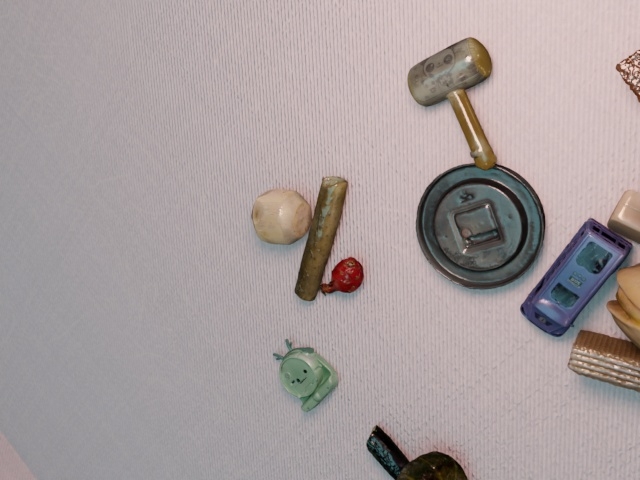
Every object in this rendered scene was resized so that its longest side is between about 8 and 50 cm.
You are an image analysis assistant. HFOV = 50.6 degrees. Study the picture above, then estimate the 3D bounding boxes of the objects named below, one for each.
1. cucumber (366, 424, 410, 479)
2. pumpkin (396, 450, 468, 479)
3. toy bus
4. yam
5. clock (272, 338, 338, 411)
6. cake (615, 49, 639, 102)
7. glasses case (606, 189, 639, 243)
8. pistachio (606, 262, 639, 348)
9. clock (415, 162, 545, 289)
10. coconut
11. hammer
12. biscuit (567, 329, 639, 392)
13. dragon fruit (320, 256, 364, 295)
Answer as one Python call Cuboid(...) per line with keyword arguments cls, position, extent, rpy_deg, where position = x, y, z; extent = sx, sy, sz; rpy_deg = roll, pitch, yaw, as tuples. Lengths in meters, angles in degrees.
Cuboid(cls="cucumber", position=(0.220, 0.646, 1.949), extent=(0.241, 0.074, 0.074), rpy_deg=(48, 120, 9))
Cuboid(cls="pumpkin", position=(0.302, 0.687, 1.838), extent=(0.157, 0.223, 0.224), rpy_deg=(3, 107, 61))
Cuboid(cls="toy bus", position=(0.583, 0.101, 1.573), extent=(0.125, 0.133, 0.292), rpy_deg=(37, 117, 15))
Cuboid(cls="yam", position=(0.000, 0.000, 1.900), extent=(0.083, 0.083, 0.372), rpy_deg=(23, 113, 22))
Cuboid(cls="clock", position=(-0.059, 0.399, 2.042), extent=(0.211, 0.066, 0.159), rpy_deg=(44, 118, 13))
Cuboid(cls="cake", position=(0.700, -0.344, 1.385), extent=(0.134, 0.147, 0.135), rpy_deg=(-35, 85, 29))
Cuboid(cls="glasses case", position=(0.783, 0.006, 1.427), extent=(0.336, 0.144, 0.076), rpy_deg=(29, 91, 18))
Cuboid(cls="pistachio", position=(0.767, 0.167, 1.424), extent=(0.321, 0.238, 0.229), rpy_deg=(36, 119, 47))
Cuboid(cls="clock", position=(0.395, -0.039, 1.679), extent=(0.318, 0.066, 0.319), rpy_deg=(8, 107, 27))
Cuboid(cls="coconut", position=(-0.117, -0.069, 1.898), extent=(0.162, 0.161, 0.161), rpy_deg=(12, 108, 27))
Cuboid(cls="hammer", position=(0.337, -0.307, 1.601), extent=(0.202, 0.113, 0.306), rpy_deg=(-23, 85, 35))
Cuboid(cls="biscuit", position=(0.783, 0.305, 1.513), extent=(0.426, 0.144, 0.079), rpy_deg=(13, 108, 25))
Cuboid(cls="dragon fruit", position=(0.062, 0.113, 1.902), extent=(0.094, 0.094, 0.190), rpy_deg=(52, 142, 7))
